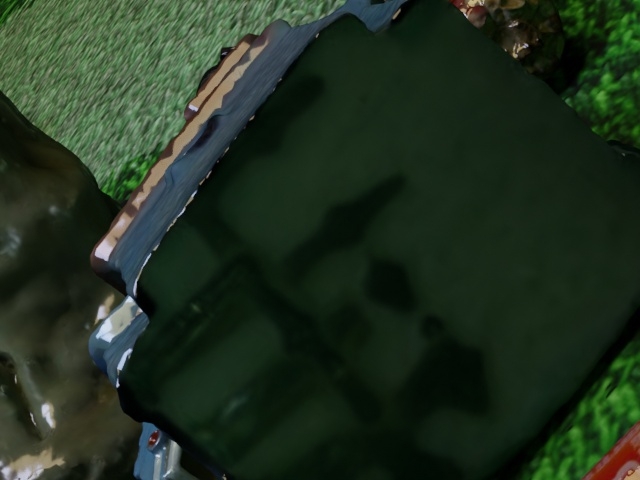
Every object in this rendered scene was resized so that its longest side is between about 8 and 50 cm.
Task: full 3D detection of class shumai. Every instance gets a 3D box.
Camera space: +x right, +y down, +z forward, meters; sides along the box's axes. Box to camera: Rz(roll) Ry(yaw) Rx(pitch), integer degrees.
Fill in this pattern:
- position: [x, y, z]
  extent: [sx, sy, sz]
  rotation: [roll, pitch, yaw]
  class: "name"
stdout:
- position: [-0.274, 0.039, 1.373]
  extent: [0.324, 0.323, 0.397]
  rotation: [-35, 25, -16]
  class: "shumai"

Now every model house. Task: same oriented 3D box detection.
- position: [0.000, 0.000, 1.128]
  extent: [0.295, 0.252, 0.329]
  rotation: [-53, 20, -3]
  class: "model house"

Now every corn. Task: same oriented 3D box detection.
- position: [0.108, -0.176, 1.389]
  extent: [0.098, 0.098, 0.290]
  rotation: [-46, 19, 6]
  class: "corn"

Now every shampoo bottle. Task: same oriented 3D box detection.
- position: [-0.104, -0.145, 1.798]
  extent: [0.048, 0.027, 0.137]
  rotation: [-19, 35, 27]
  class: "shampoo bottle"

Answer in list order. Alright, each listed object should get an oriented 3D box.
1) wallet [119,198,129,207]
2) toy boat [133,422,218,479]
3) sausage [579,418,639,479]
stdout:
- position: [-0.259, 0.076, 1.711]
  extent: [0.323, 0.041, 0.247]
  rotation: [-25, 35, 42]
  class: "wallet"
- position: [-0.053, 0.099, 1.237]
  extent: [0.102, 0.088, 0.215]
  rotation: [-39, 24, 42]
  class: "toy boat"
- position: [0.086, 0.198, 0.857]
  extent: [0.274, 0.074, 0.074]
  rotation: [-45, 23, 8]
  class: "sausage"
